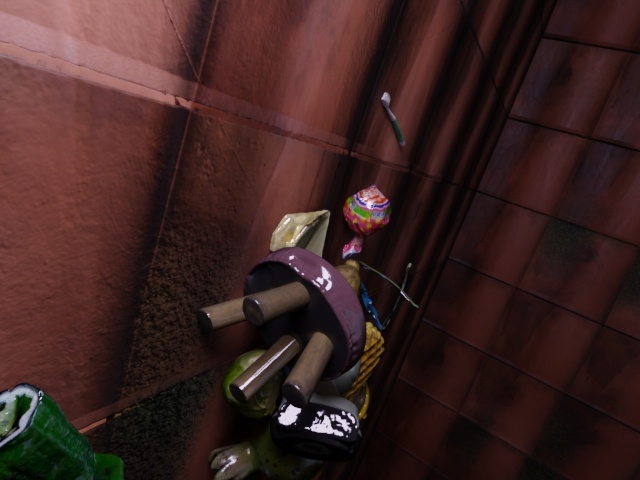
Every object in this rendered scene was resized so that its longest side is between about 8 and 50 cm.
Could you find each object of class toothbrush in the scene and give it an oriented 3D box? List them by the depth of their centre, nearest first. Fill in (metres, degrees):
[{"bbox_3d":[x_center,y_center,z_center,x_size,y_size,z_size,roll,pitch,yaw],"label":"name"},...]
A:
[{"bbox_3d":[0.200,-0.319,1.096,0.024,0.018,0.257,-68,154,-7],"label":"toothbrush"}]

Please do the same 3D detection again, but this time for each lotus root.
[{"bbox_3d":[0.040,0.133,1.064,0.214,0.138,0.138,-50,152,-17],"label":"lotus root"}]

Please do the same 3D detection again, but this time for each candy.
[{"bbox_3d":[0.099,0.011,1.134,0.124,0.124,0.365,-40,156,-42],"label":"candy"}]

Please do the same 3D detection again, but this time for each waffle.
[{"bbox_3d":[0.096,0.382,1.231,0.283,0.065,0.309,-56,142,-3],"label":"waffle"}]

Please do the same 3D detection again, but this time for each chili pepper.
[{"bbox_3d":[-0.346,0.303,0.524,0.136,0.099,0.270,-57,151,-35],"label":"chili pepper"}]

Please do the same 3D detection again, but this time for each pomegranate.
[{"bbox_3d":[-0.126,0.508,1.044,0.306,0.242,0.242,-13,141,-2],"label":"pomegranate"}]

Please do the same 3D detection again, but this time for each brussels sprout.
[{"bbox_3d":[-0.149,0.303,0.879,0.149,0.122,0.152,-73,172,-53],"label":"brussels sprout"}]

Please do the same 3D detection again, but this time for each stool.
[{"bbox_3d":[-0.070,0.163,0.730,0.178,0.272,0.272,-30,138,-46],"label":"stool"}]

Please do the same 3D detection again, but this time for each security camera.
[{"bbox_3d":[0.005,0.333,0.926,0.191,0.197,0.277,95,6,-51],"label":"security camera"}]

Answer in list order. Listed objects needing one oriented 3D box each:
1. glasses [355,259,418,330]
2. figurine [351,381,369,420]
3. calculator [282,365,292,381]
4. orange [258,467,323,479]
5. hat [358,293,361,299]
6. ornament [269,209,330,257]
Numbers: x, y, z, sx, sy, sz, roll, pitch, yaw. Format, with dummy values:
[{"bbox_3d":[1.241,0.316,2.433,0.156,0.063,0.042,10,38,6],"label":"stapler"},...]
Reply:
[{"bbox_3d":[0.190,0.153,1.227,0.102,0.207,0.239,-30,96,-48],"label":"glasses"},{"bbox_3d":[0.085,0.530,1.469,0.215,0.187,0.344,-33,135,-34],"label":"figurine"},{"bbox_3d":[-0.015,0.336,1.092,0.039,0.210,0.121,-79,165,-70],"label":"calculator"},{"bbox_3d":[-0.091,0.691,1.258,0.219,0.193,0.219,-24,118,-56],"label":"orange"},{"bbox_3d":[0.055,0.291,1.266,0.236,0.107,0.286,-7,116,-59],"label":"hat"},{"bbox_3d":[-0.028,0.001,0.913,0.180,0.059,0.201,-55,156,-22],"label":"ornament"}]
